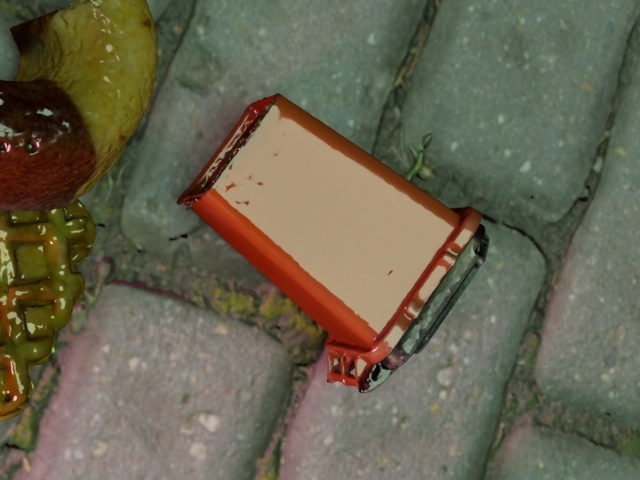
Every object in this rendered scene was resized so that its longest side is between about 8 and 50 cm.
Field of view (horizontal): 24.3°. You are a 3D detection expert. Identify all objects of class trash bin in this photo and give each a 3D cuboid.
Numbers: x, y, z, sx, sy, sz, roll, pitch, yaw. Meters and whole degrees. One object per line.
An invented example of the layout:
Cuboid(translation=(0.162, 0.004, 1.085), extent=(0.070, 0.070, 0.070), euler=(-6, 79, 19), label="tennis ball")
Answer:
Cuboid(translation=(0.000, 0.000, 1.288), extent=(0.238, 0.161, 0.184), euler=(36, 81, -13), label="trash bin")

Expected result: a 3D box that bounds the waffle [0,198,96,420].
Cuboid(translation=(-0.335, 0.023, 1.169), extent=(0.302, 0.068, 0.325), euler=(41, 65, -18), label="waffle")

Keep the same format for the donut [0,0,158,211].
Cuboid(translation=(-0.228, -0.100, 1.161), extent=(0.295, 0.112, 0.151), euler=(-28, 92, -31), label="donut")
